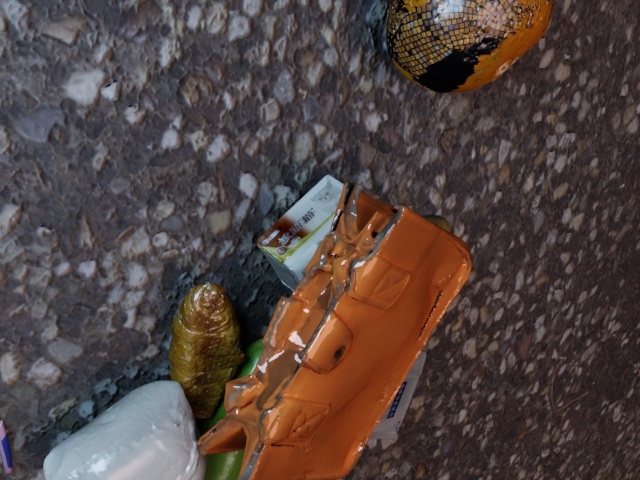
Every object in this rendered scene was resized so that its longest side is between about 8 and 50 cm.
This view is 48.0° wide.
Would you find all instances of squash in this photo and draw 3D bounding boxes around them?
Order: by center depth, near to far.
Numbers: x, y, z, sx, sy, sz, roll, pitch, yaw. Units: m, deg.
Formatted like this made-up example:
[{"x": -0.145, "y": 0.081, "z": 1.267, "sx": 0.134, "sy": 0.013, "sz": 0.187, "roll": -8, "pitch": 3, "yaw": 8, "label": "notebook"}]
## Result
[{"x": -0.147, "y": 0.317, "z": 1.093, "sx": 0.101, "sy": 0.101, "sz": 0.379, "roll": 18, "pitch": 102, "yaw": -44, "label": "squash"}]

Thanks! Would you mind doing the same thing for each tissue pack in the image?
[{"x": 0.000, "y": 0.000, "z": 1.038, "sx": 0.148, "sy": 0.099, "sz": 0.106, "roll": -44, "pitch": 139, "yaw": -14, "label": "tissue pack"}, {"x": 0.132, "y": 0.300, "z": 1.367, "sx": 0.122, "sy": 0.026, "sz": 0.193, "roll": 6, "pitch": 109, "yaw": -42, "label": "tissue pack"}]

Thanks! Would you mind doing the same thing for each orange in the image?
[{"x": 0.196, "y": -0.303, "z": 0.962, "sx": 0.234, "sy": 0.234, "sz": 0.182, "roll": -40, "pitch": 89, "yaw": -15, "label": "orange"}]

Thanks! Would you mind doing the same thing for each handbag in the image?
[{"x": 0.038, "y": 0.143, "z": 0.999, "sx": 0.410, "sy": 0.116, "sz": 0.303, "roll": -60, "pitch": 149, "yaw": 5, "label": "handbag"}]

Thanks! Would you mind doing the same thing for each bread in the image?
[{"x": -0.160, "y": 0.143, "z": 1.001, "sx": 0.104, "sy": 0.076, "sz": 0.233, "roll": -7, "pitch": 125, "yaw": -24, "label": "bread"}]

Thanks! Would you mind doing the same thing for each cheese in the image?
[{"x": -0.248, "y": 0.298, "z": 0.958, "sx": 0.198, "sy": 0.154, "sz": 0.189, "roll": -34, "pitch": 120, "yaw": -26, "label": "cheese"}]

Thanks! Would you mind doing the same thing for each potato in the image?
[{"x": 0.194, "y": -0.023, "z": 1.233, "sx": 0.093, "sy": 0.037, "sz": 0.036, "roll": -18, "pitch": 119, "yaw": -31, "label": "potato"}]

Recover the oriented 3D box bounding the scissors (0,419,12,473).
[{"x": -0.409, "y": 0.252, "z": 0.897, "sx": 0.039, "sy": 0.012, "sz": 0.113, "roll": -14, "pitch": 122, "yaw": -34, "label": "scissors"}]
